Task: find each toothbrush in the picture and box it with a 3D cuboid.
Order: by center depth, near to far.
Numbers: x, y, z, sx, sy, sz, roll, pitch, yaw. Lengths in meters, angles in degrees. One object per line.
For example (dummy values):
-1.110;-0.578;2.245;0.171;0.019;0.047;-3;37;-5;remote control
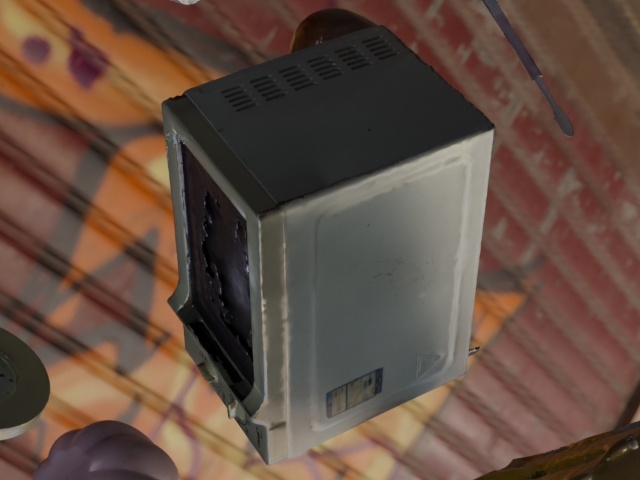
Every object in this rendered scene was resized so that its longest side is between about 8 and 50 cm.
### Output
0.234;-0.200;1.614;0.194;0.014;0.017;60;174;4;toothbrush

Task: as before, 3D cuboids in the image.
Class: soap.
0.212;0.287;1.384;0.143;0.259;0.281;55;149;3;soap

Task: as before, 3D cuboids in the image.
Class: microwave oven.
0.000;0.000;1.435;0.218;0.286;0.355;48;152;38;microwave oven

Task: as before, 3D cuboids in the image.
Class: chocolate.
0.033;-0.241;1.944;0.177;0.176;0.177;30;170;6;chocolate

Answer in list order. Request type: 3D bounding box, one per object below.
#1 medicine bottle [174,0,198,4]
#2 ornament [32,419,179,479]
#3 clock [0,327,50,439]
-0.214;-0.313;1.524;0.217;0.090;0.090;25;168;31;medicine bottle
-0.251;0.307;1.704;0.177;0.177;0.177;30;170;6;ornament
-0.512;0.200;2.100;0.235;0.029;0.235;22;-149;-14;clock
